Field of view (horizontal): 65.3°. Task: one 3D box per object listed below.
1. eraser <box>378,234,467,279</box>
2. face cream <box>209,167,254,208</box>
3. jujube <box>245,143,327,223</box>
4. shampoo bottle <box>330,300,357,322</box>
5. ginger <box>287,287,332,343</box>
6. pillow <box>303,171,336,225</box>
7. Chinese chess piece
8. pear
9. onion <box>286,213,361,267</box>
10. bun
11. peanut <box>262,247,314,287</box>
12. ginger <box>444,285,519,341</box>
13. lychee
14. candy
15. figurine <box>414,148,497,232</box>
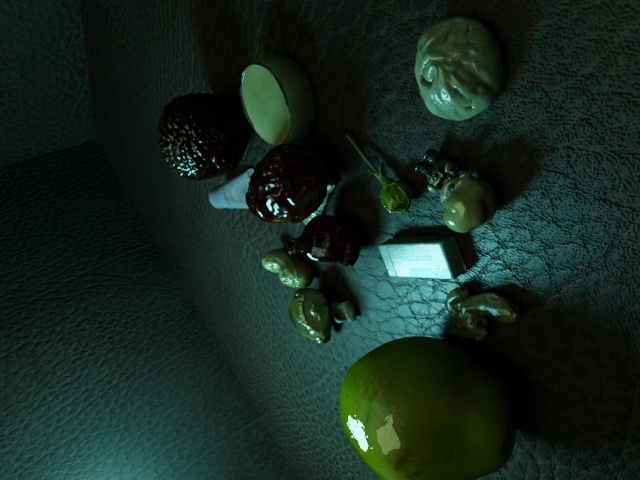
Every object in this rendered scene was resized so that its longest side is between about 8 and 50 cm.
[{"bbox_3d":[0.240,0.041,1.207,0.225,0.052,0.095,-3,112,59],"label":"eraser"},{"bbox_3d":[-0.310,-0.178,1.886,0.274,0.096,0.154,-6,104,45],"label":"face cream"},{"bbox_3d":[-0.110,-0.142,1.402,0.342,0.216,0.216,-11,103,63],"label":"jujube"},{"bbox_3d":[0.078,0.231,1.617,0.099,0.043,0.072,-17,96,60],"label":"shampoo bottle"},{"bbox_3d":[-0.023,0.264,1.676,0.221,0.130,0.275,48,166,44],"label":"ginger"},{"bbox_3d":[-0.029,-0.146,1.491,0.148,0.050,0.229,47,144,17],"label":"pillow"},{"bbox_3d":[-0.121,-0.388,1.395,0.250,0.103,0.249,37,141,37],"label":"Chinese chess piece"},{"bbox_3d":[0.246,0.415,1.197,0.418,0.362,0.362,-5,111,30],"label":"pear"},{"bbox_3d":[0.000,0.000,1.396,0.195,0.218,0.139,27,107,55],"label":"onion"},{"bbox_3d":[0.235,-0.303,0.898,0.183,0.102,0.183,35,139,36],"label":"bun"},{"bbox_3d":[-0.114,0.094,1.757,0.229,0.103,0.098,33,126,38],"label":"peanut"},{"bbox_3d":[0.358,0.171,1.120,0.214,0.059,0.133,1,105,56],"label":"ginger"},{"bbox_3d":[-0.388,-0.347,1.654,0.330,0.306,0.306,53,149,24],"label":"lychee"},{"bbox_3d":[0.136,-0.171,1.211,0.262,0.073,0.077,57,132,25],"label":"candy"},{"bbox_3d":[0.267,-0.107,1.006,0.196,0.108,0.114,55,127,27],"label":"figurine"}]
